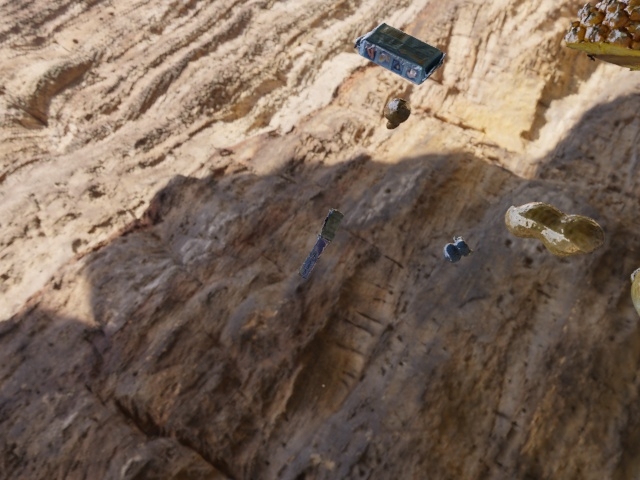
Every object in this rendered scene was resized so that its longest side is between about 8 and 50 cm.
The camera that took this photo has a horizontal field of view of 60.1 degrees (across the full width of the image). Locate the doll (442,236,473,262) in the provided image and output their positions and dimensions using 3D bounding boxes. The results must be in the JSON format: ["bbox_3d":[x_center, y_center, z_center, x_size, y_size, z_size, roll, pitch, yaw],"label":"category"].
[{"bbox_3d":[0.421,0.027,1.722,0.083,0.076,0.050,-33,-23,12],"label":"doll"}]

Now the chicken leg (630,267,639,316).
[{"bbox_3d":[0.854,0.230,1.199,0.152,0.429,0.201,-36,-8,-27],"label":"chicken leg"}]

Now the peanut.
[{"bbox_3d":[0.446,-0.022,1.071,0.089,0.192,0.089,-23,-53,-35],"label":"peanut"}]

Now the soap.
[{"bbox_3d":[0.259,-0.610,1.799,0.156,0.293,0.077,-45,-20,-36],"label":"soap"}]

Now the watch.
[{"bbox_3d":[-0.003,0.009,2.292,0.276,0.068,0.274,-65,6,-16],"label":"watch"}]

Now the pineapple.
[{"bbox_3d":[0.908,-0.593,1.518,0.344,0.286,0.209,9,-78,-23],"label":"pineapple"}]

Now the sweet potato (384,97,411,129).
[{"bbox_3d":[0.221,-0.369,1.605,0.075,0.074,0.269,-60,-2,2],"label":"sweet potato"}]
